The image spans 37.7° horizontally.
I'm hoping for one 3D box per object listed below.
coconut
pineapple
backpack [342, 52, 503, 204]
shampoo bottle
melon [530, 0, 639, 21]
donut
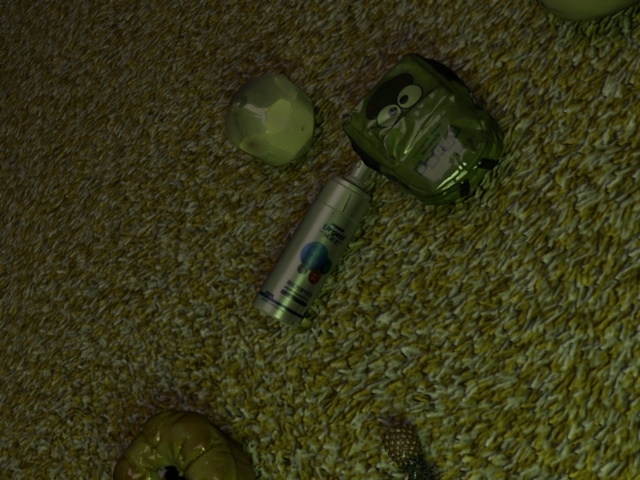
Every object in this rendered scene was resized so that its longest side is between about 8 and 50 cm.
[{"bbox_3d":[-0.096,-0.227,1.727,0.161,0.162,0.161,-17,58,30],"label":"coconut"},{"bbox_3d":[0.132,0.322,1.333,0.058,0.058,0.124,-40,49,15],"label":"pineapple"},{"bbox_3d":[0.172,-0.169,1.508,0.207,0.140,0.253,-48,54,8],"label":"backpack"},{"bbox_3d":[0.000,0.000,1.582,0.092,0.092,0.303,30,87,44],"label":"shampoo bottle"},{"bbox_3d":[0.436,-0.460,1.387,0.317,0.223,0.223,-35,50,22],"label":"melon"},{"bbox_3d":[-0.211,0.396,1.514,0.208,0.128,0.261,-48,47,6],"label":"donut"}]
